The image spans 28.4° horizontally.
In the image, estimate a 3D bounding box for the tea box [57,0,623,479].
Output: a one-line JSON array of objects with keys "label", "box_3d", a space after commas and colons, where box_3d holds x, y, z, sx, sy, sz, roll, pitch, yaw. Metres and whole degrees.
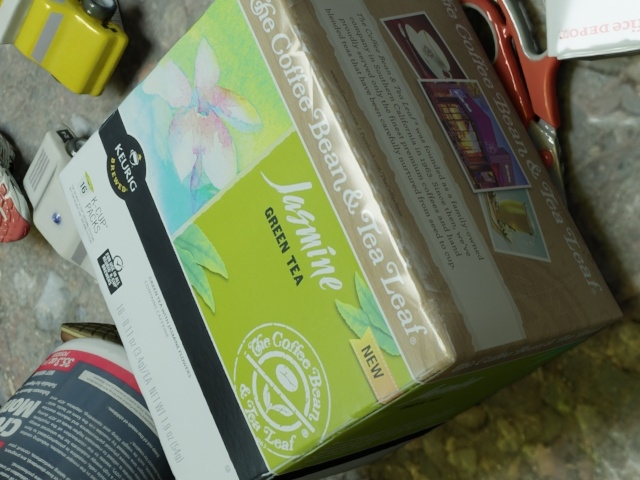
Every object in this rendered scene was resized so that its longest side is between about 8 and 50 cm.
[{"label": "tea box", "box_3d": [0.000, 0.000, 1.017, 0.323, 0.220, 0.329, -39, 69, 39]}]

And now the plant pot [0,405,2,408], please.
[{"label": "plant pot", "box_3d": [-0.443, 0.294, 1.368, 0.248, 0.252, 0.247, -8, 86, 5]}]

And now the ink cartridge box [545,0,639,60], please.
[{"label": "ink cartridge box", "box_3d": [0.227, -0.212, 0.938, 0.109, 0.063, 0.150, -2, 91, 39]}]

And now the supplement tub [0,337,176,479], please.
[{"label": "supplement tub", "box_3d": [-0.249, 0.242, 1.186, 0.191, 0.272, 0.191, 22, 139, 20]}]

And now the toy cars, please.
[{"label": "toy cars", "box_3d": [-0.270, -0.129, 1.295, 0.176, 0.087, 0.394, -4, 99, 38]}]

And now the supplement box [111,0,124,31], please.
[{"label": "supplement box", "box_3d": [-0.247, -0.248, 1.336, 0.062, 0.036, 0.098, -20, 81, 39]}]

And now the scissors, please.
[{"label": "scissors", "box_3d": [0.181, -0.085, 0.997, 0.109, 0.021, 0.297, -31, 76, 39]}]

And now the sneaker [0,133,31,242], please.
[{"label": "sneaker", "box_3d": [-0.369, -0.080, 1.404, 0.225, 0.092, 0.088, 51, 119, 35]}]

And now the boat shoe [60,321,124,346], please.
[{"label": "boat shoe", "box_3d": [-0.206, 0.126, 1.304, 0.178, 0.064, 0.060, 17, 101, 35]}]

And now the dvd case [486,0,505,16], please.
[{"label": "dvd case", "box_3d": [0.133, -0.318, 1.038, 0.164, 0.018, 0.221, 36, 114, 31]}]
